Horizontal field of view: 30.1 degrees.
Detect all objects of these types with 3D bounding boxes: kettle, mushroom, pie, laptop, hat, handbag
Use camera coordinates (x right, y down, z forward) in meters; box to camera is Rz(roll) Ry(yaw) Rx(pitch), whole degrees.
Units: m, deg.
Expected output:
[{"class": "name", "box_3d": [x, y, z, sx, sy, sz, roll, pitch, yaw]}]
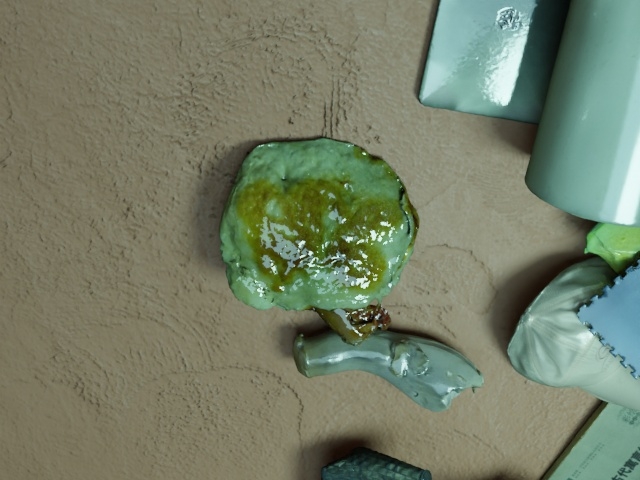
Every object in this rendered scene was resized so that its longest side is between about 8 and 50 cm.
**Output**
[{"class": "kettle", "box_3d": [0.414, -0.194, 1.480, 0.264, 0.205, 0.318, 8, 111, -1]}, {"class": "mushroom", "box_3d": [0.097, 0.176, 1.704, 0.277, 0.099, 0.096, 14, 100, -2]}, {"class": "pie", "box_3d": [0.001, -0.009, 1.623, 0.274, 0.105, 0.257, 22, 97, -12]}, {"class": "laptop", "box_3d": [0.242, -0.287, 1.536, 0.187, 0.015, 0.269, 9, 114, -5]}, {"class": "hat", "box_3d": [0.395, 0.159, 1.658, 0.226, 0.164, 0.220, 35, 114, 22]}, {"class": "handbag", "box_3d": [0.077, 0.430, 1.765, 0.175, 0.088, 0.271, 22, 114, 34]}]

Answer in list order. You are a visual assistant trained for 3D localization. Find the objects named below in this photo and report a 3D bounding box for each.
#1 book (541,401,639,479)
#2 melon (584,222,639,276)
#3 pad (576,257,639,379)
[{"class": "book", "box_3d": [0.509, 0.356, 1.820, 0.282, 0.025, 0.215, 26, 113, -13]}, {"class": "melon", "box_3d": [0.519, 0.035, 1.609, 0.323, 0.124, 0.196, 30, 141, 2]}, {"class": "pad", "box_3d": [0.518, 0.109, 1.552, 0.269, 0.012, 0.269, -42, 90, 22]}]
